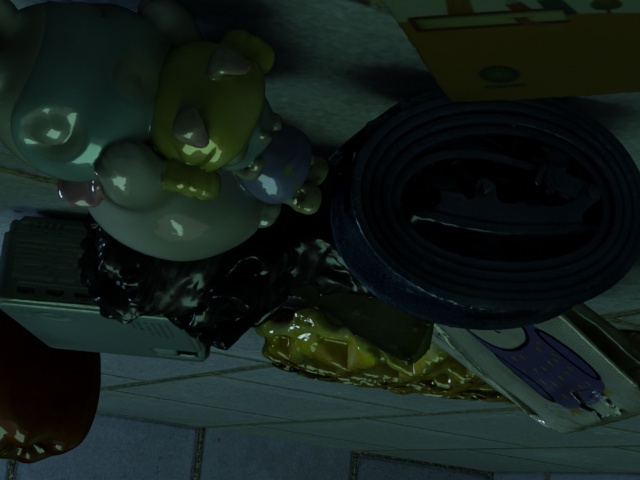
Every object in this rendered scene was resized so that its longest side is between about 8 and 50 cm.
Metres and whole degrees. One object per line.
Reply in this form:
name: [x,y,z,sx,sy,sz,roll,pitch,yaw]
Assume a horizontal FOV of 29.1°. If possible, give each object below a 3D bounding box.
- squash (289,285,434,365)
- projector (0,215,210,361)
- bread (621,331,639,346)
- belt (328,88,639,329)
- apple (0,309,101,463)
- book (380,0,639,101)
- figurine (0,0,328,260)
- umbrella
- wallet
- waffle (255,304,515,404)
squash: [0.032,0.005,1.032,0.192,0.085,0.184,33,-163,6]
projector: [-0.207,0.053,1.266,0.192,0.099,0.256,7,165,2]
bread: [0.378,0.147,1.453,0.083,0.070,0.076,8,165,4]
belt: [0.098,-0.018,0.757,0.190,0.141,0.082,3,165,-11]
apple: [-0.380,0.160,1.529,0.234,0.234,0.234,6,166,1]
book: [0.121,-0.127,0.563,0.208,0.020,0.295,1,165,21]
figurine: [-0.108,-0.073,0.670,0.155,0.127,0.235,19,171,29]
umbrella: [-0.003,0.012,0.894,0.337,0.154,0.128,12,178,-21]
wallet: [0.167,0.089,1.155,0.275,0.068,0.335,32,163,2]
waffle: [0.125,0.147,1.536,0.382,0.095,0.380,-2,166,38]
